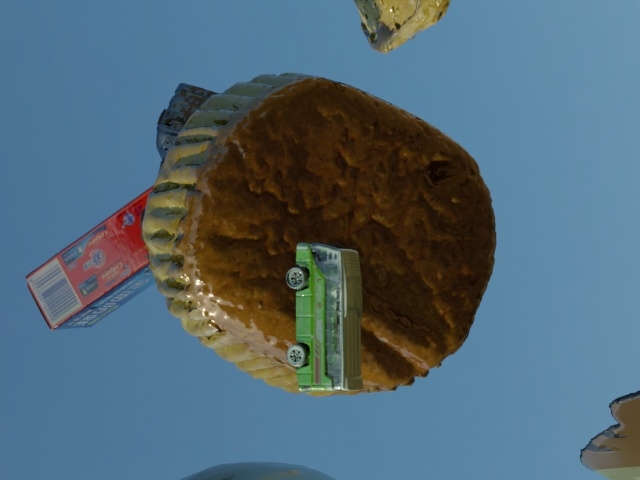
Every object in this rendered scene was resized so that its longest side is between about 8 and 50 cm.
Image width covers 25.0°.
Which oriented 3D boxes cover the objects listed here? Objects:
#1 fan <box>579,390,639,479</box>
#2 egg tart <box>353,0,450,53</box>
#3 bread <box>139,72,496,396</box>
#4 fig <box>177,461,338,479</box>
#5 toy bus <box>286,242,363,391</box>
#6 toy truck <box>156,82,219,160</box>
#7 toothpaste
[{"bbox_3d":[0.179,0.108,0.648,0.226,0.153,0.008,106,169,-64],"label":"fan"},{"bbox_3d":[0.087,-0.380,1.623,0.132,0.341,0.341,12,-106,-17],"label":"egg tart"},{"bbox_3d":[0.000,0.000,1.088,0.253,0.142,0.227,32,-101,-19],"label":"bread"},{"bbox_3d":[-0.066,0.333,1.317,0.316,0.316,0.316,8,-99,-54],"label":"fig"},{"bbox_3d":[0.003,0.043,0.807,0.031,0.037,0.083,7,-99,-63],"label":"toy bus"},{"bbox_3d":[-0.115,-0.076,1.507,0.088,0.074,0.201,-61,-23,-23],"label":"toy truck"},{"bbox_3d":[-0.133,-0.022,1.369,0.066,0.320,0.076,60,-162,11],"label":"toothpaste"}]
